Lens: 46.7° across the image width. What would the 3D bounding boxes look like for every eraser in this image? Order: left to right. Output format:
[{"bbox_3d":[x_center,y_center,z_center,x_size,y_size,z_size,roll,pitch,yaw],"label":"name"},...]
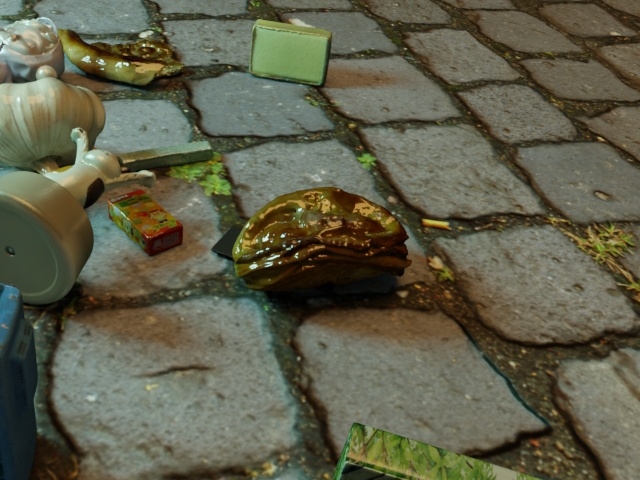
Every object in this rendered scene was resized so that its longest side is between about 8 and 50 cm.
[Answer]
[{"bbox_3d":[-0.065,-0.409,1.618,0.172,0.117,0.058,9,32,0],"label":"eraser"}]

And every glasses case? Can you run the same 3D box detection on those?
[{"bbox_3d":[0.148,0.270,0.748,0.272,0.095,0.062,16,44,2],"label":"glasses case"}]

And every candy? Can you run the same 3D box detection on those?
[{"bbox_3d":[-0.268,-0.029,1.131,0.062,0.038,0.122,-25,48,-37],"label":"candy"}]

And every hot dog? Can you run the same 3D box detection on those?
[{"bbox_3d":[0.002,-0.003,1.063,0.259,0.114,0.175,-5,34,-23],"label":"hot dog"}]

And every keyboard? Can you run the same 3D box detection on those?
[{"bbox_3d":[-0.063,0.029,1.118,0.196,0.015,0.074,19,34,13],"label":"keyboard"}]

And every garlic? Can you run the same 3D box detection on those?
[{"bbox_3d":[-0.429,-0.139,1.185,0.199,0.199,0.226,-13,75,-27],"label":"garlic"}]

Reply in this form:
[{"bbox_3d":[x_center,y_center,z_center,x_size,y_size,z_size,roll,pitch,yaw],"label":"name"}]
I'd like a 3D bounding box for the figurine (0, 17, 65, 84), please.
[{"bbox_3d":[-0.591,-0.324,1.390,0.200,0.133,0.276,32,45,10],"label":"figurine"}]

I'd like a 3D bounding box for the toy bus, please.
[{"bbox_3d":[-0.344,0.149,0.715,0.133,0.234,0.116,4,37,-10],"label":"toy bus"}]

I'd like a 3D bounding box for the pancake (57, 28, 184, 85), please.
[{"bbox_3d":[-0.419,-0.386,1.565,0.257,0.056,0.212,-6,39,-19],"label":"pancake"}]

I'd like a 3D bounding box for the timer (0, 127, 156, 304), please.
[{"bbox_3d":[-0.354,-0.058,1.035,0.175,0.175,0.266,15,38,9],"label":"timer"}]

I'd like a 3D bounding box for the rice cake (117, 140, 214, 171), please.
[{"bbox_3d":[-0.269,-0.148,1.299,0.171,0.029,0.033,-12,44,-26],"label":"rice cake"}]
